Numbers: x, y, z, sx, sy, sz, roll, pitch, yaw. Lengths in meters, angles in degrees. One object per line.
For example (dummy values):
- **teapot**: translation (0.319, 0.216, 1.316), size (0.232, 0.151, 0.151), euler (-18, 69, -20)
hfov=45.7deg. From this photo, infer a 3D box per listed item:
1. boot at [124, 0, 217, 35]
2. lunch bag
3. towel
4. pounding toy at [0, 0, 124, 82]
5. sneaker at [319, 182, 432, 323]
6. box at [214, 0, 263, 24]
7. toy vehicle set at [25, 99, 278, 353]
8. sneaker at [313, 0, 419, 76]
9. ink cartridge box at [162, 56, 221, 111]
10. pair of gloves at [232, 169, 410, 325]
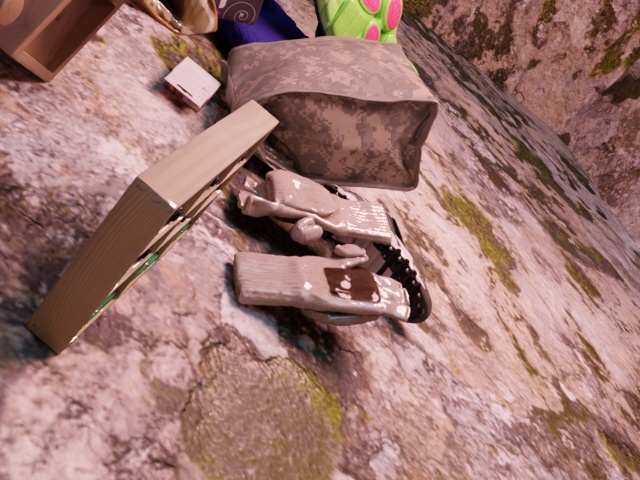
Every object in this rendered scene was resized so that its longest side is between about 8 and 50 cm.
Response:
- **boot**: translation (-0.211, -0.311, 0.905), size (0.269, 0.089, 0.236), euler (42, 7, 30)
- **lunch bag**: translation (-0.003, -0.196, 1.117), size (0.286, 0.169, 0.235), euler (3, 33, -13)
- **towel**: translation (-0.101, -0.356, 1.359), size (0.227, 0.076, 0.308), euler (-2, 49, -53)
- **pounding toy**: translation (-0.305, -0.231, 0.743), size (0.094, 0.181, 0.206), euler (42, -3, -3)
- **sneaker**: translation (0.085, 0.011, 1.041), size (0.234, 0.078, 0.106), euler (51, 28, 20)
- **box**: translation (-0.212, -0.451, 1.179), size (0.247, 0.142, 0.163), euler (3, 43, -26)
- **toy vehicle set**: translation (-0.134, -0.026, 0.666), size (0.035, 0.166, 0.267), euler (41, 25, -5)
- **sneaker**: translation (0.052, -0.399, 1.430), size (0.202, 0.185, 0.483), euler (40, -13, 28)
- **ink cartridge box**: translation (-0.182, -0.212, 1.052), size (0.063, 0.029, 0.115), euler (38, 26, -12)
- **pair of gloves**: translation (0.000, 0.000, 0.890), size (0.204, 0.042, 0.240), euler (14, 37, -14)
